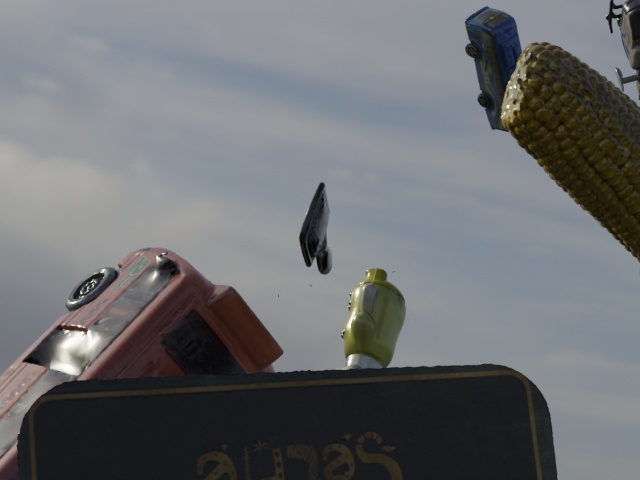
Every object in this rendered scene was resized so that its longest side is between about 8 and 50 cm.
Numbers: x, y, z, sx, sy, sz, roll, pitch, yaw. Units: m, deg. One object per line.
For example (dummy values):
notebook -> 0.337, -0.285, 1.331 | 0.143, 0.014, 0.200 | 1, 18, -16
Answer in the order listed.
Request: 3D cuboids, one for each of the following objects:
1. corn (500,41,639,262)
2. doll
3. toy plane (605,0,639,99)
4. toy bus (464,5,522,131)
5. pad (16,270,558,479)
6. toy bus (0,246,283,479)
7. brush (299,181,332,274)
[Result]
corn -> 0.356, -0.072, 2.047 | 0.387, 0.144, 0.144 | 38, -17, -12
doll -> 0.047, 0.111, 1.826 | 0.062, 0.162, 0.106 | 4, -30, 18
toy plane -> 0.325, -0.193, 1.810 | 0.053, 0.078, 0.197 | -14, -25, 1
toy bus -> 0.218, -0.205, 2.163 | 0.051, 0.153, 0.061 | -36, 36, -31
pad -> -0.009, 0.168, 1.183 | 0.375, 0.315, 0.063 | -2, -17, -14
toy bus -> -0.245, 0.205, 1.941 | 0.203, 0.427, 0.233 | 53, -26, -22
brush -> 0.000, 0.000, 1.722 | 0.016, 0.063, 0.193 | 19, -14, 8
